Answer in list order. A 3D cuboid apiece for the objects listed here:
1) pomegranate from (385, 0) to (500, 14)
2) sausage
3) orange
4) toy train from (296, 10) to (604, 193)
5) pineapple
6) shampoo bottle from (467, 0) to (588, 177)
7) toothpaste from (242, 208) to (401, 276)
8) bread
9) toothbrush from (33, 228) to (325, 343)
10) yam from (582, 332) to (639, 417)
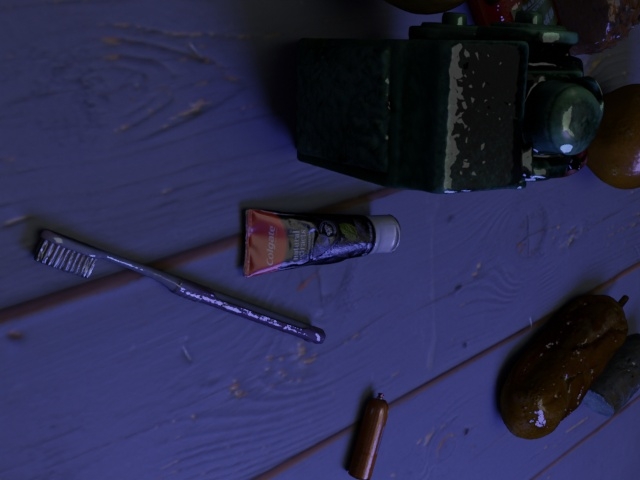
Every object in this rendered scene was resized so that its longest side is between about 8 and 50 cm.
[{"bbox_3d":[0.120,-0.320,0.782,0.215,0.215,0.216,-13,110,-40],"label":"pomegranate"},{"bbox_3d":[0.062,0.240,1.016,0.031,0.031,0.107,16,89,-44],"label":"sausage"},{"bbox_3d":[0.453,-0.155,1.217,0.156,0.134,0.157,18,90,-86],"label":"orange"},{"bbox_3d":[0.108,-0.136,0.786,0.238,0.299,0.167,-6,104,-28],"label":"toy train"},{"bbox_3d":[0.408,-0.338,1.128,0.248,0.128,0.128,-31,120,-37],"label":"pineapple"},{"bbox_3d":[0.275,-0.218,1.061,0.118,0.076,0.314,-50,129,-25],"label":"shampoo bottle"},{"bbox_3d":[0.000,0.000,0.890,0.193,0.045,0.071,-3,103,-37],"label":"toothpaste"},{"bbox_3d":[0.397,0.178,1.276,0.344,0.084,0.124,-36,123,-32],"label":"bread"},{"bbox_3d":[-0.119,0.058,0.804,0.354,0.024,0.029,25,89,-44],"label":"toothbrush"},{"bbox_3d":[0.511,0.231,1.402,0.179,0.078,0.078,-35,123,-32],"label":"yam"}]
